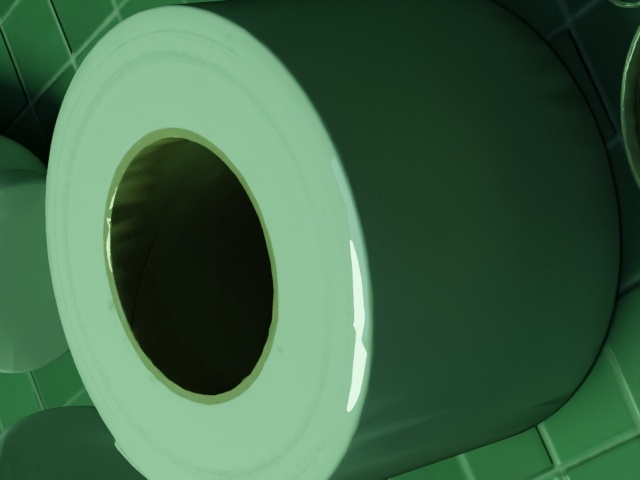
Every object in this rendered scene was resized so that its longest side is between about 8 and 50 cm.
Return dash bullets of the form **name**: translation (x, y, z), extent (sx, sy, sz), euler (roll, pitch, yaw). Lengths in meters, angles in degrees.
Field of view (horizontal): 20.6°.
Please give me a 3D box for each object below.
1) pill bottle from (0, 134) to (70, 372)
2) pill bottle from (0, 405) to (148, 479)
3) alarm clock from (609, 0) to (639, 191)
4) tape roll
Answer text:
- **pill bottle**: translation (-0.265, -0.009, 1.176), extent (0.264, 0.153, 0.153), euler (21, 114, 45)
- **pill bottle**: translation (-0.161, 0.259, 1.116), extent (0.161, 0.161, 0.283), euler (42, 128, 34)
- **alarm clock**: translation (0.178, -0.067, 0.726), extent (0.192, 0.064, 0.129), euler (51, 132, 25)
- **tape roll**: translation (0.000, 0.000, 0.866), extent (0.246, 0.169, 0.246), euler (13, 108, 46)
